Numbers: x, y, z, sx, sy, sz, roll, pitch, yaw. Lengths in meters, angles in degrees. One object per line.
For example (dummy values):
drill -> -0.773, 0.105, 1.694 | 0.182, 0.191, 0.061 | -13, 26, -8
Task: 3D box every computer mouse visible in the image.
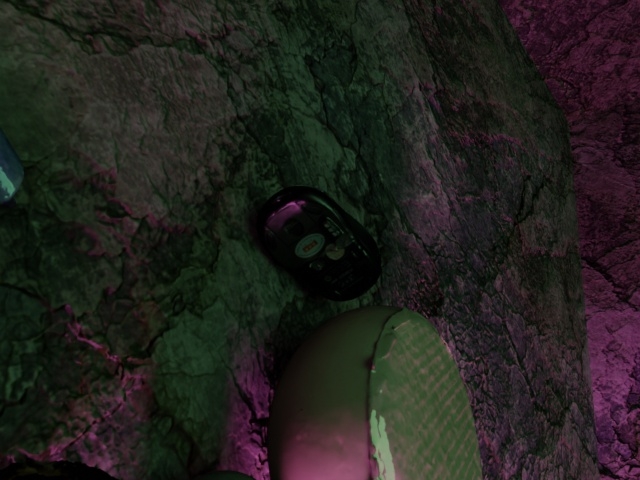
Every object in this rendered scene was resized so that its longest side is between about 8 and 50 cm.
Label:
computer mouse -> 0.000, 0.000, 0.819 | 0.233, 0.137, 0.096 | 48, 26, -24

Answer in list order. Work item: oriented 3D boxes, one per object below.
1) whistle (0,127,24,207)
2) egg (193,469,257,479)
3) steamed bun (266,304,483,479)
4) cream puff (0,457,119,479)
whistle -> -0.387, -0.172, 0.489 | 0.062, 0.062, 0.304 | -38, 106, -48
egg -> -0.108, 0.375, 0.532 | 0.169, 0.169, 0.237 | 11, 68, -46
steamed bun -> 0.068, 0.283, 0.704 | 0.374, 0.241, 0.375 | 33, 48, -45
cream puff -> -0.235, 0.299, 0.388 | 0.238, 0.165, 0.239 | 11, 63, -22
